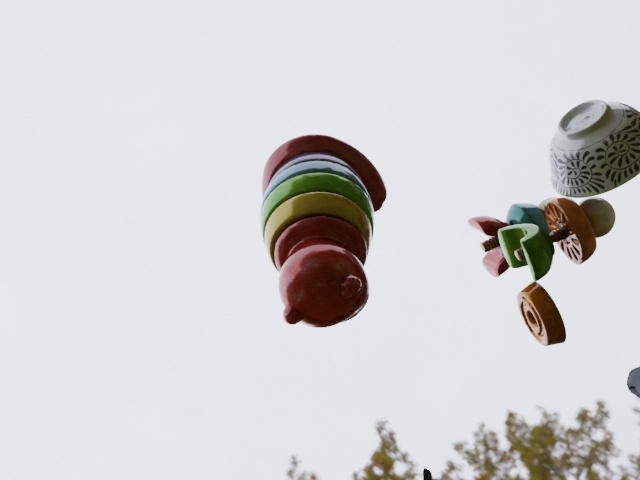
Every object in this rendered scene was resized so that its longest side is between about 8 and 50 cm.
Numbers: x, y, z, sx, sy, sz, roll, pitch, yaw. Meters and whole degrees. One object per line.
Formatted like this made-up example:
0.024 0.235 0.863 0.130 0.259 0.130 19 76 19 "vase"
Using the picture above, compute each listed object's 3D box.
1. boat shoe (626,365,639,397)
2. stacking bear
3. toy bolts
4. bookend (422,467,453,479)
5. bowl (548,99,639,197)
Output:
0.672 0.268 1.757 0.089 0.258 0.109 7 -98 -33 "boat shoe"
0.000 0.000 1.232 0.175 0.289 0.164 -22 -55 13 "stacking bear"
0.352 0.020 1.429 0.158 0.228 0.218 -25 -68 -7 "toy bolts"
0.229 0.428 1.409 0.072 0.157 0.156 67 -153 -70 "bookend"
0.386 -0.146 1.335 0.170 0.170 0.080 -46 -63 -16 "bowl"
